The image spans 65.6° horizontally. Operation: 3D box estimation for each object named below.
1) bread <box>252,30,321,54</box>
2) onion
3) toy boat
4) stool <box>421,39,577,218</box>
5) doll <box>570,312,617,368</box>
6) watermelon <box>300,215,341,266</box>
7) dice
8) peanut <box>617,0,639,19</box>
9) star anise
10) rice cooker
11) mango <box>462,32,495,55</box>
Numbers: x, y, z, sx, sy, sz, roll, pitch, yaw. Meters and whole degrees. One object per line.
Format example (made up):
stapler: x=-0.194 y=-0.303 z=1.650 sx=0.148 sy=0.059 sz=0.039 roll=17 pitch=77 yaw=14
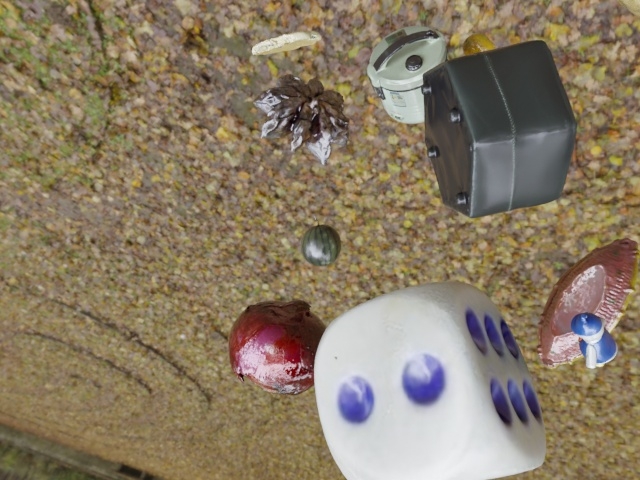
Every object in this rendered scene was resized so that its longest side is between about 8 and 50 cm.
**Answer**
bread: x=-0.112 y=-0.691 z=1.734 sx=0.251 sy=0.182 sz=0.039 roll=1 pitch=111 yaw=37
onion: x=-0.102 y=0.271 z=1.291 sx=0.276 sy=0.276 sz=0.276 roll=13 pitch=145 yaw=10
toy boat: x=0.538 y=0.131 z=1.011 sx=0.099 sy=0.318 sz=0.141 roll=17 pitch=-163 yaw=-43
stool: x=0.227 y=-0.145 z=0.674 sx=0.141 sy=0.232 sz=0.232 roll=-14 pitch=141 yaw=0
doll: x=0.464 y=0.165 z=0.844 sx=0.057 sy=0.099 sz=0.143 roll=2 pitch=145 yaw=44
watermelon: x=0.000 y=0.000 z=1.275 sx=0.105 sy=0.105 sz=0.133 roll=-3 pitch=99 yaw=30
dice: x=0.185 y=0.264 z=0.874 sx=0.304 sy=0.304 sz=0.277 roll=-28 pitch=150 yaw=30
peanut: x=0.491 y=-0.524 z=0.754 sx=0.192 sy=0.169 sz=0.387 roll=-3 pitch=109 yaw=62
star anise: x=-0.027 y=-0.294 z=1.138 sx=0.223 sy=0.236 sz=0.109 roll=3 pitch=152 yaw=-29
rice cooker: x=0.255 y=-0.471 z=1.405 sx=0.226 sy=0.226 sz=0.244 roll=3 pitch=158 yaw=23
mango: x=0.462 y=-0.554 z=1.440 sx=0.057 sy=0.114 sz=0.079 roll=2 pitch=127 yaw=-46
